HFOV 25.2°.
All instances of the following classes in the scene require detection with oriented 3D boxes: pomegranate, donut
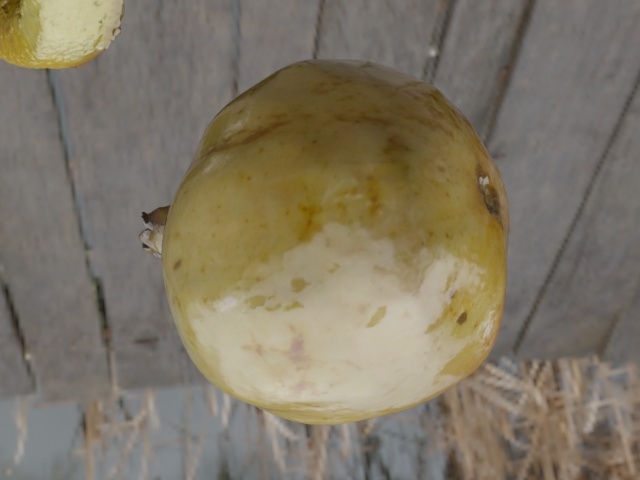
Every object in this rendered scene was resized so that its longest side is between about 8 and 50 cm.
[{"bbox_3d":[0.000,0.000,1.264,0.342,0.342,0.342,-8,155,-4],"label":"pomegranate"},{"bbox_3d":[-0.190,-0.184,0.912,0.065,0.162,0.178,-18,174,-32],"label":"donut"}]
